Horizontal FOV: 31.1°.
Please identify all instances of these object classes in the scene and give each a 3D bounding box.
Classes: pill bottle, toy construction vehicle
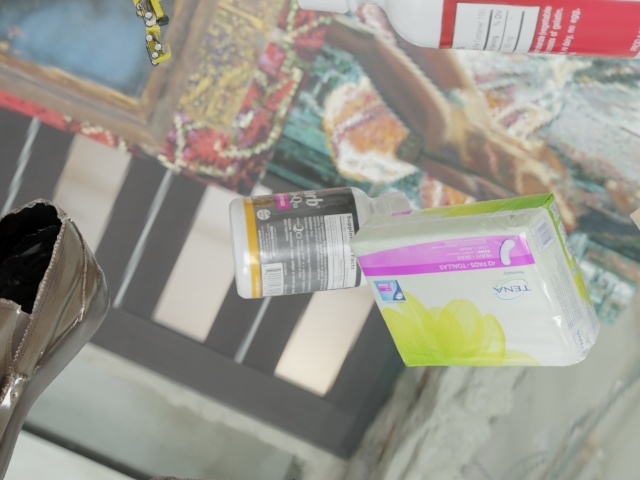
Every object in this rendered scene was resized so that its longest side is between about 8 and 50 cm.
[{"bbox_3d":[0.000,0.000,1.807,0.162,0.278,0.162,174,-90,-84],"label":"pill bottle"},{"bbox_3d":[0.187,-0.281,1.016,0.229,0.408,0.229,4,90,-86],"label":"pill bottle"},{"bbox_3d":[-0.193,-0.265,1.334,0.086,0.035,0.098,111,-39,-71],"label":"toy construction vehicle"}]

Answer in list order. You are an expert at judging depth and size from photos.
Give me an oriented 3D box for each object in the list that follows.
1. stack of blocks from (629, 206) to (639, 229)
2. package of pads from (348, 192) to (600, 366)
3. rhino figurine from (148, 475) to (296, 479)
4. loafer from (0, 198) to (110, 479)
[{"bbox_3d":[0.616,0.066,1.770,0.087,0.171,0.297,-41,-137,18],"label":"stack of blocks"},{"bbox_3d":[0.210,0.066,1.570,0.296,0.229,0.101,-6,-150,39],"label":"package of pads"},{"bbox_3d":[-0.112,0.326,1.382,0.106,0.243,0.073,-106,-161,-70],"label":"rhino figurine"},{"bbox_3d":[-0.285,0.093,0.864,0.366,0.134,0.130,-67,159,-49],"label":"loafer"}]
